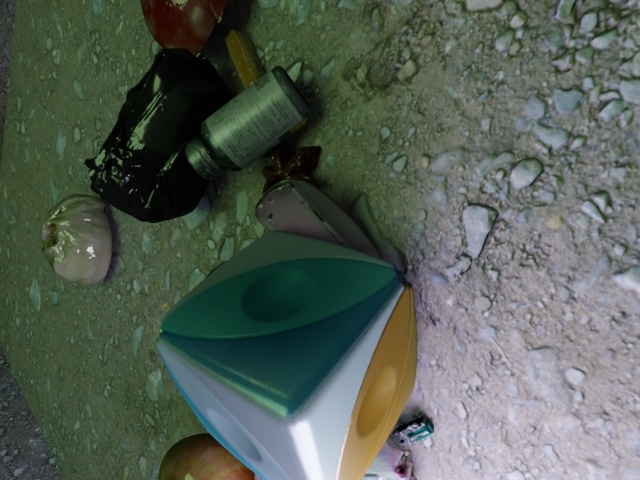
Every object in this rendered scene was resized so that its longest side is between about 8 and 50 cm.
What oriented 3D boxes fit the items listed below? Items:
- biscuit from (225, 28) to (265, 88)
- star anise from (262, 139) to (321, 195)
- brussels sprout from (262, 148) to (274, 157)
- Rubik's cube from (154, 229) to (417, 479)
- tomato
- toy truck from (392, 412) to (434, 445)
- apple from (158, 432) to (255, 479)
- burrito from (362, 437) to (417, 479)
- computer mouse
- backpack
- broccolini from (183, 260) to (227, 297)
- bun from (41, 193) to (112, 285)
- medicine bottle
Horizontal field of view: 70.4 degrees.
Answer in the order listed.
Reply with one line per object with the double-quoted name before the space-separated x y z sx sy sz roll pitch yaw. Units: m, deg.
"biscuit" -0.183 -0.451 1.161 0.052 0.056 0.188 -35 73 39
"star anise" -0.080 -0.146 1.074 0.196 0.111 0.212 -66 24 -3
"brussels sprout" -0.135 -0.247 1.136 0.085 0.058 0.085 -6 73 20
"Rubik's cube" -0.042 0.224 0.849 0.351 0.347 0.352 20 138 32
"tomato" -0.352 -0.644 1.156 0.335 0.176 0.290 -42 50 34
"toy truck" 0.192 0.393 0.937 0.083 0.039 0.044 -42 82 34
"apple" -0.312 0.667 1.270 0.256 0.233 0.257 3 95 42
"burrito" 0.102 0.455 0.972 0.228 0.089 0.144 20 135 42
"computer mouse" 0.000 0.000 0.975 0.158 0.072 0.310 -38 104 29
"backpack" -0.396 -0.277 1.197 0.254 0.363 0.446 35 106 6
"broccolini" -0.341 0.131 1.371 0.054 0.051 0.239 37 121 -18
"bun" -0.966 0.005 1.774 0.364 0.219 0.366 4 95 44
"medicine bottle" -0.170 -0.258 1.045 0.293 0.141 0.142 -33 72 10
